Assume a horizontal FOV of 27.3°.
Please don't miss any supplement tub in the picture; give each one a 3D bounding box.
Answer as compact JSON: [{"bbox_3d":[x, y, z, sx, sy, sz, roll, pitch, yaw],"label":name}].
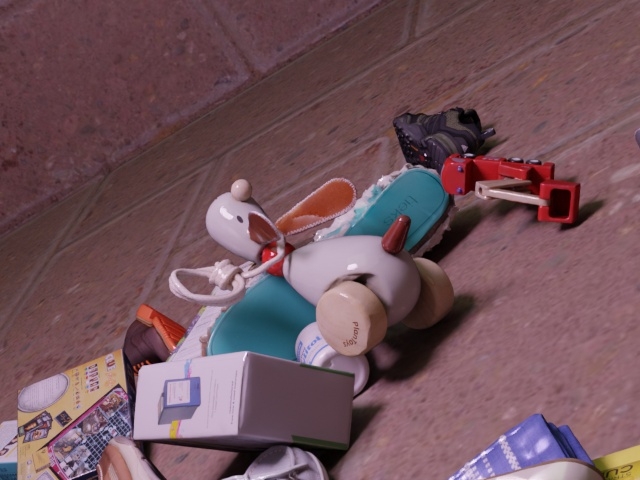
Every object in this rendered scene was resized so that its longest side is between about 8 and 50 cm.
[{"bbox_3d":[0.013,0.142,1.564,0.071,0.071,0.107,-36,18,-4],"label":"supplement tub"}]

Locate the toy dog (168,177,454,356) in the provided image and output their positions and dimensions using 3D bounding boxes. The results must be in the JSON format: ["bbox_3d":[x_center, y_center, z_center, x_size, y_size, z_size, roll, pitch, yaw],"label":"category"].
[{"bbox_3d":[0.000,0.000,1.548,0.333,0.161,0.220,18,28,14],"label":"toy dog"}]

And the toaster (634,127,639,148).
[{"bbox_3d":[0.446,-0.117,1.381,0.168,0.110,0.185,-40,19,-11],"label":"toaster"}]

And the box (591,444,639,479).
[{"bbox_3d":[0.235,0.208,1.012,0.232,0.058,0.087,-24,21,31],"label":"box"}]

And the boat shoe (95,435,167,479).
[{"bbox_3d":[-0.210,0.309,1.461,0.116,0.123,0.324,-41,17,-11],"label":"boat shoe"}]

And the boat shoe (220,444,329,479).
[{"bbox_3d":[-0.075,0.295,1.274,0.118,0.103,0.320,-24,20,30],"label":"boat shoe"}]

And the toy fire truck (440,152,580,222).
[{"bbox_3d":[0.233,-0.067,1.635,0.192,0.047,0.135,7,17,21],"label":"toy fire truck"}]

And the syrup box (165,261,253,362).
[{"bbox_3d":[-0.112,0.126,1.788,0.096,0.093,0.237,-25,21,31],"label":"syrup box"}]

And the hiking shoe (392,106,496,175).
[{"bbox_3d":[0.189,-0.158,2.027,0.114,0.086,0.227,-24,22,-9],"label":"hiking shoe"}]

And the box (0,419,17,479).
[{"bbox_3d":[-0.423,0.312,1.925,0.244,0.060,0.100,-13,28,50],"label":"box"}]

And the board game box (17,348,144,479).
[{"bbox_3d":[-0.326,0.257,1.781,0.165,0.042,0.243,-22,32,1],"label":"board game box"}]

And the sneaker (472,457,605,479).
[{"bbox_3d":[0.112,0.221,0.934,0.192,0.064,0.086,-25,33,28],"label":"sneaker"}]

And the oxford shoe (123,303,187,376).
[{"bbox_3d":[-0.233,0.168,1.940,0.098,0.097,0.271,-58,16,-5],"label":"oxford shoe"}]

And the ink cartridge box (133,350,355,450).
[{"bbox_3d":[-0.088,0.185,1.474,0.212,0.154,0.093,-10,70,50],"label":"ink cartridge box"}]

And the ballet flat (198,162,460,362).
[{"bbox_3d":[0.020,0.062,1.716,0.409,0.147,0.147,-38,18,-18],"label":"ballet flat"}]

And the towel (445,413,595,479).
[{"bbox_3d":[0.089,0.298,0.976,0.336,0.040,0.243,-41,30,9],"label":"towel"}]

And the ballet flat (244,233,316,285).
[{"bbox_3d":[-0.040,0.033,1.813,0.250,0.058,0.084,-25,-40,-54],"label":"ballet flat"}]
